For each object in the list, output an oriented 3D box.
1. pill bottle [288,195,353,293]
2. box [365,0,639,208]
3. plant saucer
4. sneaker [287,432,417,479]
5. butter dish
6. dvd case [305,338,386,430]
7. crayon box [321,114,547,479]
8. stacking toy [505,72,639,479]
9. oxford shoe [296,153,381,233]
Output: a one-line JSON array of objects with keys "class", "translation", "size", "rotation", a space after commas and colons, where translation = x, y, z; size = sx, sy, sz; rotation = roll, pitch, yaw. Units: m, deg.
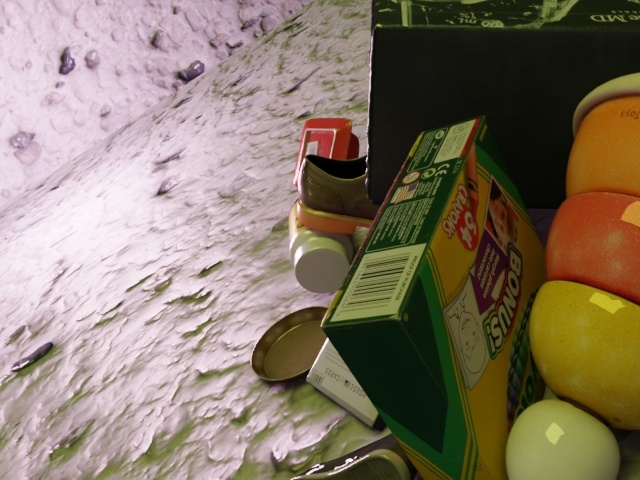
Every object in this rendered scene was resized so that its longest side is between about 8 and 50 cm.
[{"class": "pill bottle", "translation": [0.000, 0.000, 1.432], "size": [0.119, 0.119, 0.208], "rotation": [-24, 30, 11]}, {"class": "box", "translation": [0.317, -0.288, 1.255], "size": [0.479, 0.298, 0.472], "rotation": [1, 36, 3]}, {"class": "plant saucer", "translation": [-0.036, 0.177, 1.279], "size": [0.168, 0.029, 0.168], "rotation": [-22, 29, 13]}, {"class": "sneaker", "translation": [0.047, 0.304, 0.972], "size": [0.222, 0.083, 0.118], "rotation": [-30, -7, 34]}, {"class": "butter dish", "translation": [0.033, -0.183, 1.708], "size": [0.159, 0.118, 0.160], "rotation": [10, 89, 47]}, {"class": "dvd case", "translation": [0.086, 0.136, 1.134], "size": [0.179, 0.029, 0.239], "rotation": [22, 83, 56]}, {"class": "crayon box", "translation": [0.176, 0.082, 0.937], "size": [0.106, 0.313, 0.363], "rotation": [-11, 34, 36]}, {"class": "stacking toy", "translation": [0.348, 0.086, 0.869], "size": [0.480, 0.350, 0.350], "rotation": [-55, 34, -9]}, {"class": "oxford shoe", "translation": [0.138, -0.083, 1.328], "size": [0.363, 0.133, 0.130], "rotation": [2, 31, 3]}]
